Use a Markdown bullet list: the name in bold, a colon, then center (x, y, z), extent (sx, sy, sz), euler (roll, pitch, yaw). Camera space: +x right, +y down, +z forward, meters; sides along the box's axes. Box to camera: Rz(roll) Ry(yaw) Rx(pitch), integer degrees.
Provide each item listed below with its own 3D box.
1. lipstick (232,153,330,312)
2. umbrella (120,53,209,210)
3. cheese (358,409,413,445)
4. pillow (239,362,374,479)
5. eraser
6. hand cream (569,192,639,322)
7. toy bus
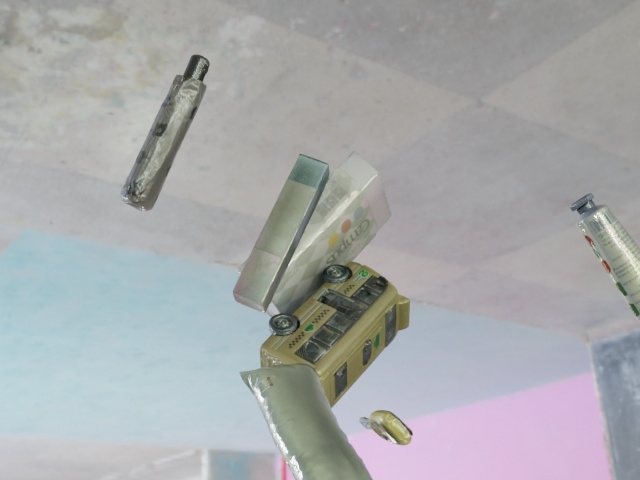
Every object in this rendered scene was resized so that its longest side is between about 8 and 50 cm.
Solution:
- **lipstick**: center (-0.073, -0.016, 1.611), extent (0.068, 0.317, 0.066), euler (21, 159, 9)
- **umbrella**: center (-0.305, -0.219, 1.662), extent (0.067, 0.337, 0.073), euler (19, 171, 23)
- **cheese**: center (0.121, 0.374, 1.677), extent (0.086, 0.036, 0.162), euler (46, 160, -12)
- **pillow**: center (-0.005, 0.270, 1.125), extent (0.144, 0.254, 0.078), euler (17, 121, -48)
- **eraser**: center (-0.001, 0.000, 1.930), extent (0.082, 0.397, 0.213), euler (31, 159, 34)
- **hand cream**: center (0.515, 0.044, 1.388), extent (0.095, 0.276, 0.059), euler (-32, 175, -14)
- **toy bus**: center (0.033, 0.213, 1.835), extent (0.202, 0.365, 0.177), euler (21, 133, 28)
